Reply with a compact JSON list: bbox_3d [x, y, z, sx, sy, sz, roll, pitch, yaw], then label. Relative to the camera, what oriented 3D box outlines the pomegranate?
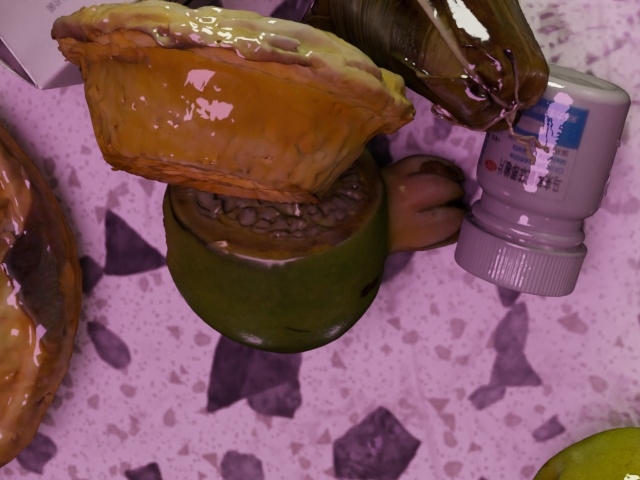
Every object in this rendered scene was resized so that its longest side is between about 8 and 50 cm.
[{"bbox_3d":[-0.013,-0.005,1.299,0.190,0.241,0.159,34,146,32],"label":"pomegranate"}]

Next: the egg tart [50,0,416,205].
[{"bbox_3d":[-0.067,-0.097,1.140,0.288,0.288,0.118,11,83,16],"label":"egg tart"}]

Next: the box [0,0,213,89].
[{"bbox_3d":[-0.128,-0.271,1.261,0.333,0.173,0.145,-38,85,21],"label":"box"}]

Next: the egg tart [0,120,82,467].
[{"bbox_3d":[-0.438,0.043,1.425,0.443,0.178,0.443,4,101,19],"label":"egg tart"}]

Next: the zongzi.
[{"bbox_3d":[0.118,-0.218,1.182,0.247,0.111,0.241,42,111,47],"label":"zongzi"}]

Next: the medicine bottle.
[{"bbox_3d":[0.174,-0.050,1.244,0.105,0.105,0.168,18,106,14],"label":"medicine bottle"}]

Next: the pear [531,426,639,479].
[{"bbox_3d":[0.264,0.250,1.257,0.216,0.166,0.180,32,96,-11],"label":"pear"}]
